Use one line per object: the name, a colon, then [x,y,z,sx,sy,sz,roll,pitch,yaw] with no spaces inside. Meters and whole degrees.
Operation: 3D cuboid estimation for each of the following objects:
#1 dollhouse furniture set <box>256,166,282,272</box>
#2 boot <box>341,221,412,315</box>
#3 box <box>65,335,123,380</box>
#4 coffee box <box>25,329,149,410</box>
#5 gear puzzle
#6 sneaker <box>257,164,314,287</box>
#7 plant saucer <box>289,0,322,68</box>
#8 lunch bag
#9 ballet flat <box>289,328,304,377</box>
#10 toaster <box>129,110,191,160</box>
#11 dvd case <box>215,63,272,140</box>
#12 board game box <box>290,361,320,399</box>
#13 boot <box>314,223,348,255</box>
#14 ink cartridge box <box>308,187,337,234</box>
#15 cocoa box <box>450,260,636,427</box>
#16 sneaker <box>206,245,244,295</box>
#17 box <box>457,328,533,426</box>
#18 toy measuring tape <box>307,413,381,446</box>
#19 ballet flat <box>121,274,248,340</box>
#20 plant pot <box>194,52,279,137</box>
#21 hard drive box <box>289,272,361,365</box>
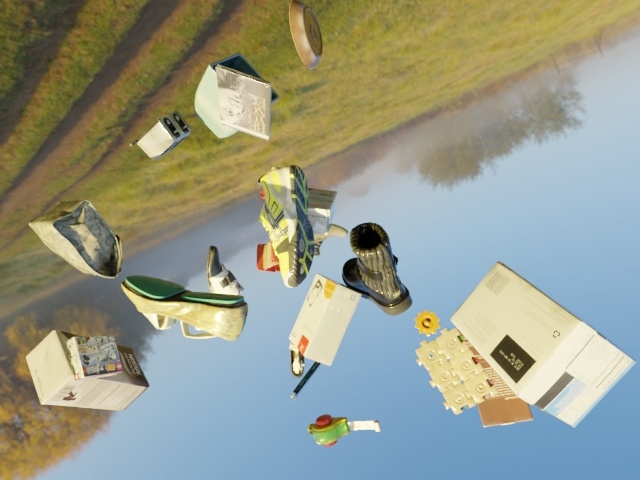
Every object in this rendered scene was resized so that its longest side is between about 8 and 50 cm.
dollhouse furniture set: [-0.145,-0.071,1.709,0.152,0.375,0.201,4,168,-25]
boot: [0.140,0.059,1.381,0.131,0.260,0.348,-37,-152,-15]
box: [-0.527,0.273,1.033,0.027,0.094,0.137,-26,164,6]
coffee box: [-0.670,0.387,1.293,0.119,0.168,0.297,-44,149,-1]
gear puzzle: [0.414,0.384,1.450,0.175,0.339,0.044,-35,168,14]
sneaker: [-0.113,-0.042,1.417,0.146,0.386,0.145,-4,177,21]
plant saucer: [-0.035,-0.627,1.337,0.036,0.199,0.198,-6,-163,21]
lunch bag: [-0.844,0.009,1.575,0.235,0.287,0.169,2,-140,41]
ballet flat: [-0.092,0.454,1.776,0.074,0.204,0.074,1,177,0]
toaster: [-0.644,-0.425,1.802,0.185,0.110,0.168,-32,-164,25]
dvd case: [-0.225,-0.401,1.307,0.221,0.164,0.018,104,7,-60]
board game box: [-0.061,0.602,1.920,0.186,0.026,0.126,-47,166,-30]
boot: [0.000,0.000,2.043,0.246,0.161,0.083,11,162,-8]
ink cartridge box: [-0.042,-0.132,1.875,0.196,0.114,0.273,7,-157,7]
cocoa box: [0.563,0.259,1.166,0.232,0.227,0.347,-54,-160,11]
sneaker: [-0.401,0.174,1.866,0.146,0.331,0.122,-5,-161,-5]
box: [0.697,0.528,1.779,0.190,0.382,0.143,-16,167,17]
toy measuring tape: [0.073,0.750,1.734,0.329,0.122,0.121,-16,-166,35]
ballet flat: [-0.330,0.164,1.036,0.347,0.123,0.123,8,-157,20]
plant pot: [-0.371,-0.572,1.832,0.252,0.247,0.248,-37,-168,37]
hard drive box: [0.010,0.236,1.356,0.233,0.089,0.181,-67,-158,-3]
